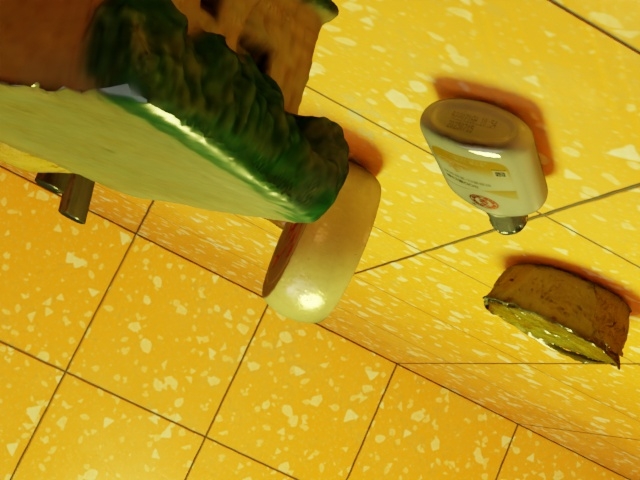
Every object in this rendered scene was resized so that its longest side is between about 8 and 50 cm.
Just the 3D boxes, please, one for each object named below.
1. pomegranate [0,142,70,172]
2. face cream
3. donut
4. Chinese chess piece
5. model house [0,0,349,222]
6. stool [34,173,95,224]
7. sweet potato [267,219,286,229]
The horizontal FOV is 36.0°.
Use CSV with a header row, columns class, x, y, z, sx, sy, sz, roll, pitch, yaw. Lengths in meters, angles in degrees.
class,x,y,z,sx,sy,sz,roll,pitch,yaw
pomegranate,-0.411,-0.227,1.463,0.260,0.261,0.260,24,167,6
face cream,0.218,-0.084,1.254,0.143,0.071,0.291,20,167,24
donut,0.410,0.121,1.676,0.272,0.107,0.272,28,171,5
Chinese chess piece,0.000,0.000,1.557,0.102,0.273,0.273,24,168,-8
model house,-0.136,-0.228,0.827,0.334,0.343,0.382,9,170,28
stool,-0.527,-0.206,1.838,0.310,0.226,0.310,26,167,2
sweet potato,-0.070,-0.070,1.801,0.354,0.095,0.106,15,124,26
